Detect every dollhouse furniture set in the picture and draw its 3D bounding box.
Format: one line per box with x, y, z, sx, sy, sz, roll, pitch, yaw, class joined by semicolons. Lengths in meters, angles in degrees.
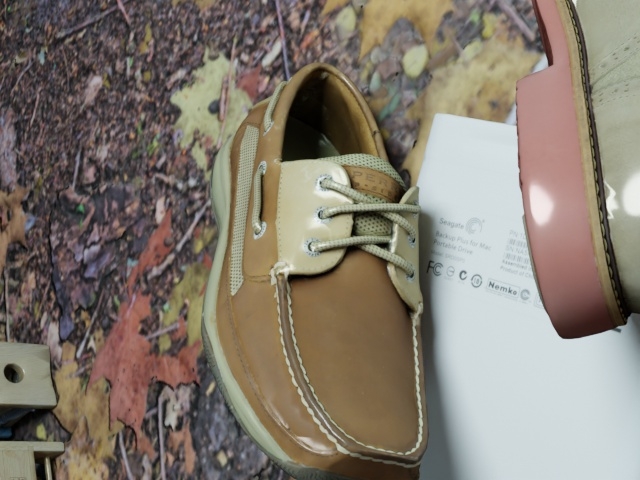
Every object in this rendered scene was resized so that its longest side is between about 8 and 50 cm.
-0.333;0.203;0.985;0.129;0.129;0.183;-36;57;36;dollhouse furniture set

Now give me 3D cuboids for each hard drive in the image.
0.109;0.090;0.604;0.203;0.040;0.307;18;95;47;hard drive

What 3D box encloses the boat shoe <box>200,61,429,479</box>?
0.000;0.000;0.628;0.120;0.123;0.324;-58;31;31;boat shoe

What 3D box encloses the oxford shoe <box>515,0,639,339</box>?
0.171;-0.112;0.521;0.130;0.123;0.348;-8;58;22;oxford shoe
